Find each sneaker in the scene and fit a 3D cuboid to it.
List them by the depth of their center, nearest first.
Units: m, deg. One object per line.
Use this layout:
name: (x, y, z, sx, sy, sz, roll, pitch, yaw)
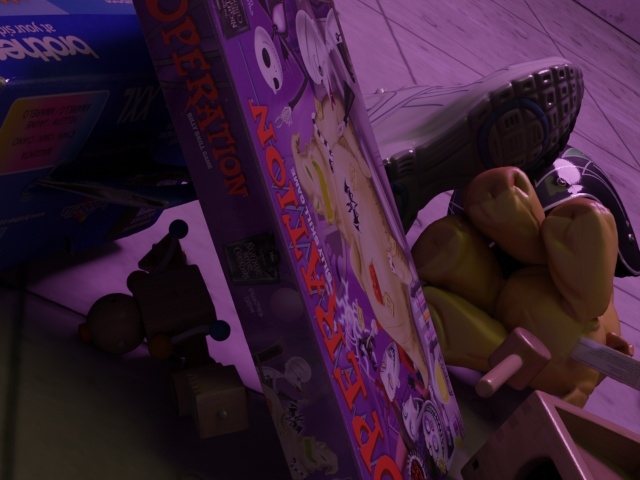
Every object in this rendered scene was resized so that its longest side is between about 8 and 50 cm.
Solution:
sneaker: (0.083, -0.089, 1.087, 0.297, 0.111, 0.129, -24, 42, -19)

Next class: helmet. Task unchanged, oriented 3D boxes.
helmet: (0.192, -0.012, 1.188, 0.161, 0.169, 0.169, 50, 20, -12)

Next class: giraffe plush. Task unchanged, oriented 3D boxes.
giraffe plush: (0.182, 0.060, 1.057, 0.210, 0.181, 0.170, 43, 7, 22)

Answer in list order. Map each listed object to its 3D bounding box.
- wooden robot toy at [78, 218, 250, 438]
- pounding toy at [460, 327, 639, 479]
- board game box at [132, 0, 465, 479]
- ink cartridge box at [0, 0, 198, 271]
wooden robot toy: (-0.099, 0.058, 0.776, 0.079, 0.076, 0.173, -11, 42, -15)
pounding toy: (0.146, 0.155, 0.879, 0.181, 0.094, 0.206, 25, 25, -30)
board game box: (0.000, 0.000, 0.780, 0.208, 0.056, 0.347, -39, 114, -63)
ink cartridge box: (-0.226, -0.121, 0.779, 0.395, 0.151, 0.270, 42, 23, 12)
